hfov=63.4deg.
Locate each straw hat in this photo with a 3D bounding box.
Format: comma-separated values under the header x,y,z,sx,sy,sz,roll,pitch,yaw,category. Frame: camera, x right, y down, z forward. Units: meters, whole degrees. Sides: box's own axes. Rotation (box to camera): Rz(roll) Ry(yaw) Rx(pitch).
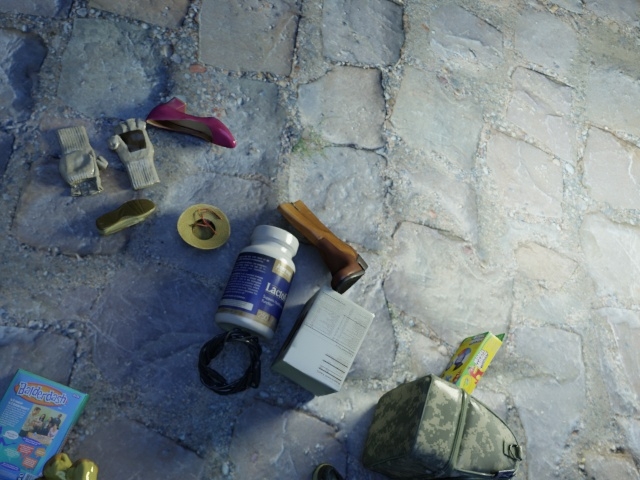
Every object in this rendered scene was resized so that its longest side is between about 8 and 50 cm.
x,y,z,sx,sy,sz,roll,pitch,yaw,category
-0.307,-0.021,1.353,0.144,0.061,0.144,12,52,-16,straw hat

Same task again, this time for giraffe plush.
x,y,z,sx,sy,sz,roll,pitch,yaw,category
-0.482,0.556,1.053,0.210,0.170,0.181,17,60,31,giraffe plush

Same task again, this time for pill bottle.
x,y,z,sx,sy,sz,roll,pitch,yaw,category
-0.152,0.105,1.301,0.153,0.153,0.265,20,67,-8,pill bottle

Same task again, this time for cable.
x,y,z,sx,sy,sz,roll,pitch,yaw,category
-0.216,0.285,1.235,0.150,0.047,0.184,2,115,-2,cable

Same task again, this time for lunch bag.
x,y,z,sx,sy,sz,roll,pitch,yaw,category
0.277,0.474,1.205,0.256,0.305,0.212,27,54,-7,lunch bag

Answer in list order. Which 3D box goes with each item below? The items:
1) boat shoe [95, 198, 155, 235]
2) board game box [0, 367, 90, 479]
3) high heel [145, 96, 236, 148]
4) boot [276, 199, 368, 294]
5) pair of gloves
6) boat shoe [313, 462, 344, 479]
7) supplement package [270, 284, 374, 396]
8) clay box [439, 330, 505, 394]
x,y,z,sx,sy,sz,roll,pitch,yaw,category
-0.497,-0.058,1.328,0.153,0.048,0.056,-33,70,-30,boat shoe
-0.627,0.406,1.119,0.160,0.047,0.210,24,68,-6,board game box
-0.353,-0.303,1.421,0.244,0.082,0.117,36,56,4,high heel
0.000,0.000,1.341,0.280,0.096,0.264,47,21,2,boot
-0.562,-0.222,1.364,0.240,0.042,0.204,-10,74,-18,pair of gloves
0.045,0.638,1.210,0.080,0.073,0.224,-16,76,-20,boat shoe
0.000,0.251,1.269,0.149,0.194,0.203,31,65,-3,supplement package
0.398,0.327,1.390,0.053,0.127,0.222,41,65,0,clay box
